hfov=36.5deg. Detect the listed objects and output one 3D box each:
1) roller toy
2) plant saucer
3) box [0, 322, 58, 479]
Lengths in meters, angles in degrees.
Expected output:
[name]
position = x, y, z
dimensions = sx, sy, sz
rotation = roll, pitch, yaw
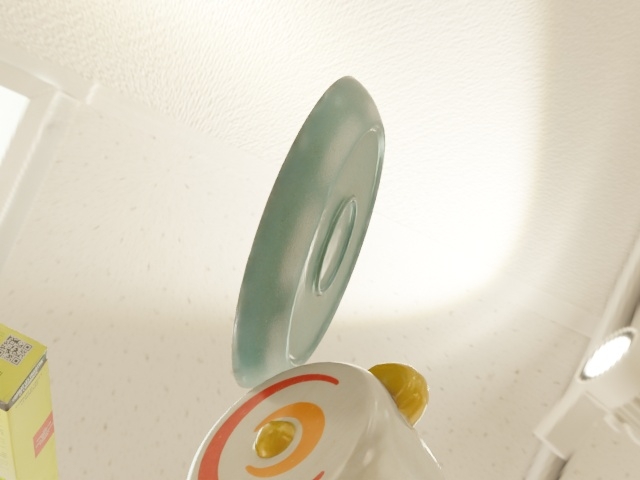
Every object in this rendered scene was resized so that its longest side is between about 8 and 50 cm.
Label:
[roller toy]
position = -0.004, 0.200, 0.789
dimensions = 0.209, 0.191, 0.146
rotation = -20, -59, 23
[plant saucer]
position = 0.000, 0.000, 0.938
dimensions = 0.044, 0.317, 0.317
rotation = 20, -89, 12
[box]
position = -0.266, 0.154, 0.791
dimensions = 0.087, 0.232, 0.058
rotation = 24, -131, 10
